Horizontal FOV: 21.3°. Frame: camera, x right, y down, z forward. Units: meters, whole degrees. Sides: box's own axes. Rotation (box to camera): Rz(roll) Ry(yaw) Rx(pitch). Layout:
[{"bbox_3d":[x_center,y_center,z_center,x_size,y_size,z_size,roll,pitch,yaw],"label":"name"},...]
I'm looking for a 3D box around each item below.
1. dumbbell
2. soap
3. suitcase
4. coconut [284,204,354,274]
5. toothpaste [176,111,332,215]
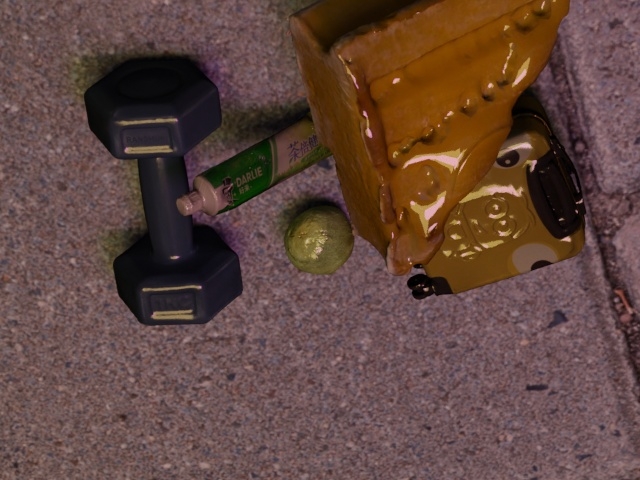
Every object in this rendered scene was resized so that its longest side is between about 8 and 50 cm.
[{"bbox_3d":[-0.183,-0.053,2.032,0.144,0.156,0.316,-19,126,-21],"label":"dumbbell"},{"bbox_3d":[0.167,-0.168,1.868,0.339,0.169,0.304,-27,127,-15],"label":"soap"},{"bbox_3d":[0.188,-0.057,2.010,0.235,0.143,0.194,-18,120,15],"label":"suitcase"},{"bbox_3d":[0.000,0.000,2.093,0.088,0.096,0.087,1,93,27],"label":"coconut"},{"bbox_3d":[-0.065,-0.090,1.980,0.248,0.047,0.078,-30,126,-32],"label":"toothpaste"}]
